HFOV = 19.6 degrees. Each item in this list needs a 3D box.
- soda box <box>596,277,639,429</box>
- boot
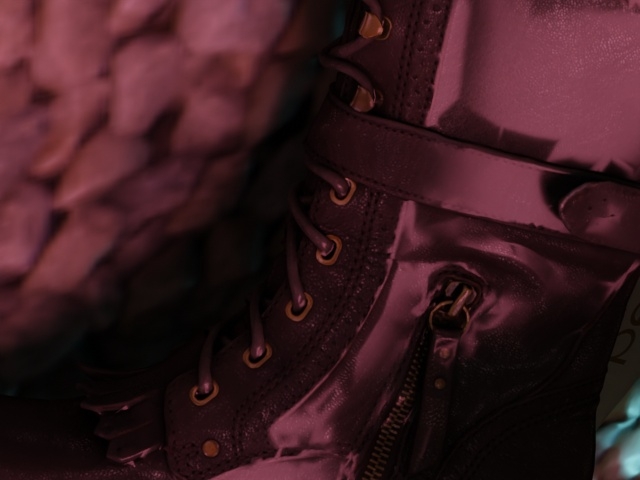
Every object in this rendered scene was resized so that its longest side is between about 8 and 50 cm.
[{"bbox_3d":[0.080,0.020,0.679,0.074,0.069,0.216,16,116,-44],"label":"soda box"},{"bbox_3d":[0.000,0.000,0.586,0.263,0.091,0.229,8,107,-12],"label":"boot"}]
